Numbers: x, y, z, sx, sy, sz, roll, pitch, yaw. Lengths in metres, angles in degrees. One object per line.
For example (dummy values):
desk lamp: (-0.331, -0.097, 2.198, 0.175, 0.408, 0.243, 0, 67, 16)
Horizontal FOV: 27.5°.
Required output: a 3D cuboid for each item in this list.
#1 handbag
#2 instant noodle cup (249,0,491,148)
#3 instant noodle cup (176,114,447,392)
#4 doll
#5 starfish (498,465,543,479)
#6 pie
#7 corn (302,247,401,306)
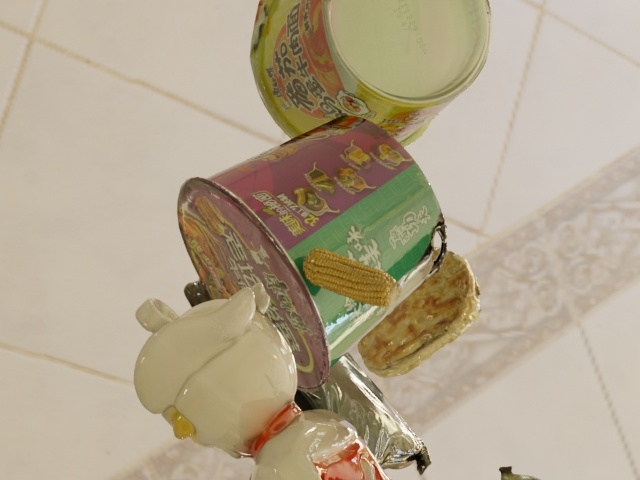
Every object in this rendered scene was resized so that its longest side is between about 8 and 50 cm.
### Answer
handbag: (-0.013, 0.154, 1.526, 0.075, 0.332, 0.191, -51, 158, 17)
instant noodle cup: (0.070, -0.232, 1.527, 0.264, 0.200, 0.264, 2, 83, -20)
instant noodle cup: (0.000, 0.000, 1.341, 0.190, 0.251, 0.251, -33, 106, -24)
doll: (0.028, 0.172, 0.794, 0.099, 0.188, 0.384, -43, 85, 4)
starfish: (0.286, 0.205, 0.681, 0.347, 0.357, 0.078, 37, 67, -31)
pie: (0.139, 0.105, 1.871, 0.084, 0.205, 0.179, 33, 29, -33)
corn: (0.028, 0.035, 1.187, 0.037, 0.092, 0.037, -53, 153, -41)
